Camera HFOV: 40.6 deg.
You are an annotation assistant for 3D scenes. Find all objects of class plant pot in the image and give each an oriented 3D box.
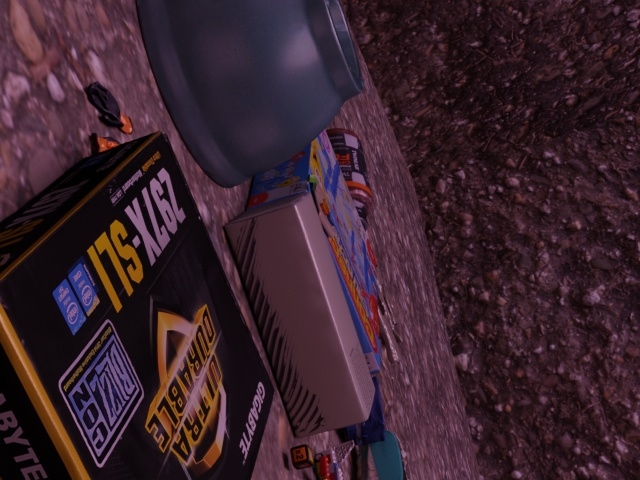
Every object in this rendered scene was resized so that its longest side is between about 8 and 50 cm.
[{"bbox_3d":[-0.064,-0.230,1.040,0.293,0.196,0.293,-16,90,-79],"label":"plant pot"}]

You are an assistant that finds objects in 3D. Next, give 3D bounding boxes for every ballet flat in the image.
[{"bbox_3d":[0.089,0.370,1.218,0.241,0.091,0.077,-79,175,-59],"label":"ballet flat"}]

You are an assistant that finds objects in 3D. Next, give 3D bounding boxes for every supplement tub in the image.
[{"bbox_3d":[0.037,-0.099,1.552,0.106,0.106,0.198,58,19,-53],"label":"supplement tub"}]

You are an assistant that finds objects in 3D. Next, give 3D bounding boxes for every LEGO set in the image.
[{"bbox_3d":[0.025,0.343,1.007,0.182,0.060,0.244,-5,78,-82],"label":"LEGO set"}]

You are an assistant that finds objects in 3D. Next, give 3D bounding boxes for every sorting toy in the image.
[{"bbox_3d":[0.001,-0.049,1.112,0.083,0.012,0.062,57,20,-53],"label":"sorting toy"}]

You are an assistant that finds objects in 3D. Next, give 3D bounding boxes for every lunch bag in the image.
[{"bbox_3d":[0.057,0.252,1.260,0.067,0.065,0.098,84,-1,-46],"label":"lunch bag"}]

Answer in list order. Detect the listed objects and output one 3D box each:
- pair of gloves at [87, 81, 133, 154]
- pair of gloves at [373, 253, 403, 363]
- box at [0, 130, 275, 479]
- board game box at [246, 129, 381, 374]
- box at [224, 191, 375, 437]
[{"bbox_3d":[-0.181,-0.095,0.759,0.074,0.010,0.083,48,27,-64],"label":"pair of gloves"},{"bbox_3d":[0.116,0.136,1.761,0.240,0.042,0.204,-47,116,-79],"label":"pair of gloves"},{"bbox_3d":[-0.128,0.090,0.588,0.322,0.079,0.257,-75,145,-69],"label":"box"},{"bbox_3d":[0.000,0.000,1.288,0.302,0.086,0.308,-87,157,-59],"label":"board game box"},{"bbox_3d":[-0.020,0.088,1.053,0.113,0.094,0.275,-47,120,-77],"label":"box"}]
